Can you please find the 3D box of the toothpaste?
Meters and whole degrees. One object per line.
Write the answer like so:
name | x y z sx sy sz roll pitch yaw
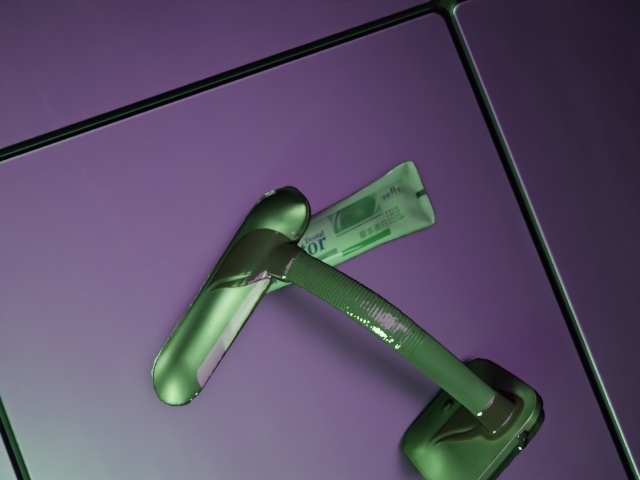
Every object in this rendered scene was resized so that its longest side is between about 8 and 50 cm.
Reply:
toothpaste | 0.000 0.000 1.002 0.218 0.041 0.064 -25 99 -13

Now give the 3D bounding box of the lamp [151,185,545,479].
lamp | 0.018 0.118 0.932 0.283 0.124 0.203 40 89 -12
